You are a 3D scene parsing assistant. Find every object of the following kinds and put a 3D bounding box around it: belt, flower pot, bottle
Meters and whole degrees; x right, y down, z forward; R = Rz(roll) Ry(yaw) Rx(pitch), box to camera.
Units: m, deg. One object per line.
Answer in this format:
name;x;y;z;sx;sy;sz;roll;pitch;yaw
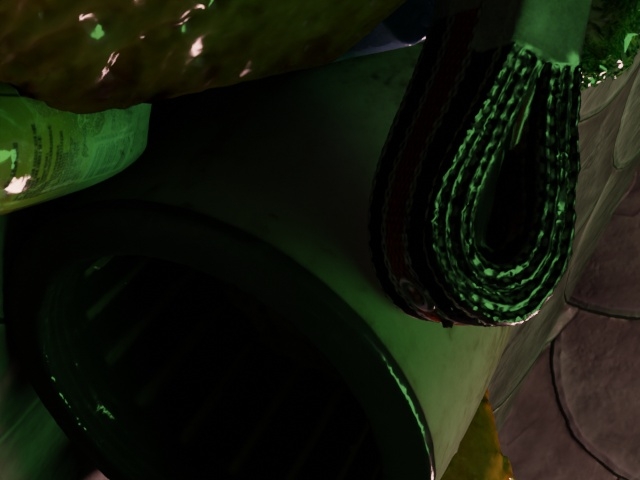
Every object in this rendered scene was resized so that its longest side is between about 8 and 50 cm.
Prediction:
belt;0.101;-0.130;0.934;0.126;0.094;0.359;9;89;-36
flower pot;0.000;0.000;1.140;0.330;0.293;0.293;-56;163;-41
bottle;-0.181;-0.049;0.854;0.269;0.083;0.083;-22;137;-59

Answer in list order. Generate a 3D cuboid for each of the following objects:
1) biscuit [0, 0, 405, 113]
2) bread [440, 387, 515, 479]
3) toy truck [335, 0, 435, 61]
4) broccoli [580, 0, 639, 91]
biscuit;-0.053;-0.194;0.759;0.359;0.046;0.359;-16;142;-13
bread;-0.017;0.170;1.333;0.312;0.312;0.172;-50;169;-34
toy truck;0.094;-0.232;1.067;0.367;0.146;0.175;-26;104;-31
broccoli;0.154;-0.249;1.302;0.245;0.265;0.294;17;72;-47
